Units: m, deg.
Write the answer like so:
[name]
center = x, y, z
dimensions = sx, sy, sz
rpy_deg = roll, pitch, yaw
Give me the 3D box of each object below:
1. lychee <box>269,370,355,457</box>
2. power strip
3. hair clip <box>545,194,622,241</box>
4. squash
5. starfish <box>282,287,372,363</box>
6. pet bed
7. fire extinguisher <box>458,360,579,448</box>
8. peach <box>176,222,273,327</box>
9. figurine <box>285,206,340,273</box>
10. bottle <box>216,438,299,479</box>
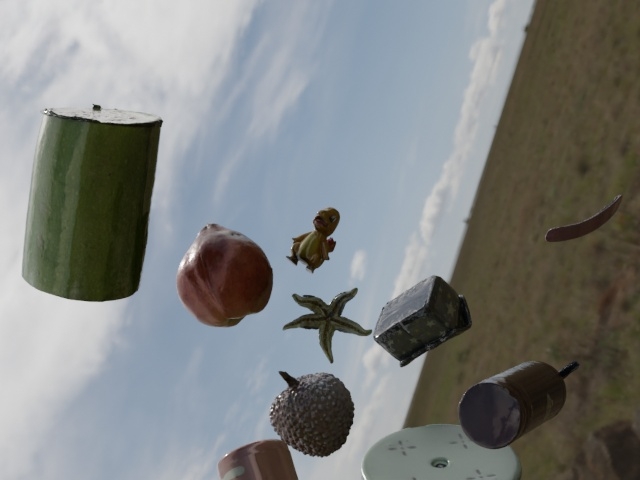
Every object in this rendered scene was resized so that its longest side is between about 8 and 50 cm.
[lychee]
center = -0.018, 0.317, 1.765
dimensions = 0.165, 0.197, 0.165
rpy_deg = -29, 8, 4
[power strip]
center = 0.252, 0.533, 1.931
dimensions = 0.357, 0.357, 0.161
rpy_deg = -49, -43, -67
[hair clip]
center = 0.416, -0.030, 1.459
dimensions = 0.137, 0.022, 0.054
rpy_deg = -25, -27, -8
[squash]
center = -0.489, -0.092, 1.995
dimensions = 0.263, 0.263, 0.385
rpy_deg = -39, -40, -73
[starfish]
center = 0.017, 0.199, 2.180
dimensions = 0.053, 0.208, 0.176
rpy_deg = 30, -119, -73
[pet bed]
center = 0.265, 0.216, 2.390
dimensions = 0.211, 0.159, 0.183
rpy_deg = -37, 15, 30
[fire extinguisher]
center = 0.371, 0.279, 1.680
dimensions = 0.135, 0.114, 0.337
rpy_deg = -41, -18, 25
[peach]
center = -0.231, 0.074, 2.231
dimensions = 0.232, 0.232, 0.257
rpy_deg = 31, -143, -80
[figurine]
center = 0.003, -0.001, 2.374
dimensions = 0.122, 0.121, 0.176
rpy_deg = 18, -81, -57
[bottle]
center = -0.116, 0.599, 2.050
dimensions = 0.206, 0.173, 0.297
rpy_deg = 79, 172, -63
